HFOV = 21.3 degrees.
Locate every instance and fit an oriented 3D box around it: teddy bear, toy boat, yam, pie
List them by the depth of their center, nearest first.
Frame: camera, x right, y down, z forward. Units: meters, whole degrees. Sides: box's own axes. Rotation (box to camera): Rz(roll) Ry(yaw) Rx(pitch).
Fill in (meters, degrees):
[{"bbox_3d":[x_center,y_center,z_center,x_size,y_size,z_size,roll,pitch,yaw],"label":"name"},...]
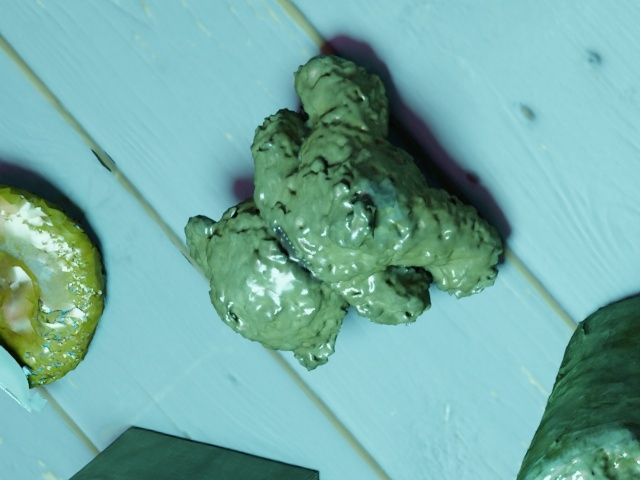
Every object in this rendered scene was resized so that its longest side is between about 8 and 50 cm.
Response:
[{"bbox_3d":[0.266,0.186,1.421,0.195,0.300,0.195,8,117,15],"label":"yam"},{"bbox_3d":[0.000,0.000,1.567,0.267,0.156,0.256,50,126,0],"label":"teddy bear"},{"bbox_3d":[-0.355,0.127,1.817,0.149,0.034,0.105,31,135,9],"label":"toy boat"},{"bbox_3d":[-0.344,0.046,1.824,0.273,0.069,0.273,15,129,20],"label":"pie"}]

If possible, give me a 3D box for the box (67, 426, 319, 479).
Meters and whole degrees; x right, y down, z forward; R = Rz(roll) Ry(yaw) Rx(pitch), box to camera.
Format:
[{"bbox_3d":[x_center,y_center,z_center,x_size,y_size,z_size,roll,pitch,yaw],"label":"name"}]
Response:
[{"bbox_3d":[-0.134,0.312,1.772,0.231,0.155,0.149,9,115,24],"label":"box"}]
